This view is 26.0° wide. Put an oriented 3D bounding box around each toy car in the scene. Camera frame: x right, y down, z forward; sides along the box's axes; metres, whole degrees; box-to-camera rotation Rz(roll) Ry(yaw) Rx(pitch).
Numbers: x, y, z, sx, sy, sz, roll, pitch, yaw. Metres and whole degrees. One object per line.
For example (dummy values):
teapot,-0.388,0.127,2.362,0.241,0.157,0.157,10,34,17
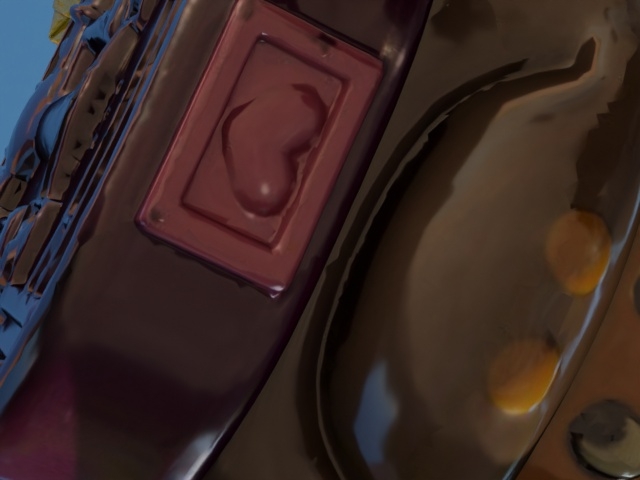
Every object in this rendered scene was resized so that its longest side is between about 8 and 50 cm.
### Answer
toy car,0.000,0.000,0.478,0.240,0.341,0.271,26,-94,-18

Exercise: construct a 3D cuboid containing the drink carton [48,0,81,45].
drink carton,-0.069,-0.162,1.178,0.155,0.351,0.111,-5,-64,-44
